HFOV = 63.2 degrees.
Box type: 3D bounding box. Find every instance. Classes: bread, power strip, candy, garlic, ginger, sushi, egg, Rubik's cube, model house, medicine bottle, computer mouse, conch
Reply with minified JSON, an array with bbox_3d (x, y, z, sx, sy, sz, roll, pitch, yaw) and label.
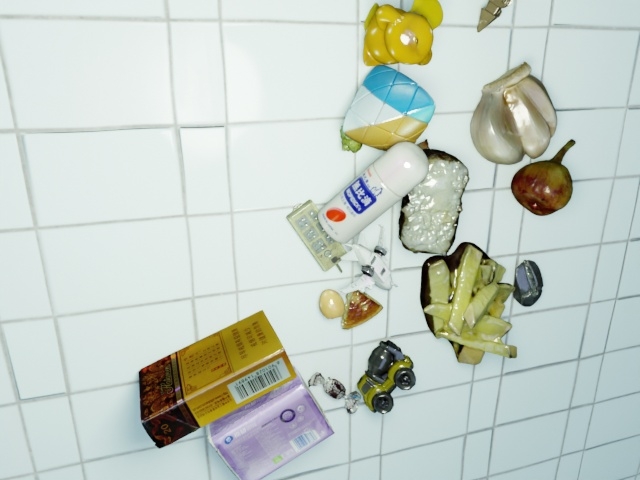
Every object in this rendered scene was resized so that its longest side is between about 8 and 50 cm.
[{"bbox_3d":[0.140,0.214,1.685,0.136,0.054,0.154,2,114,-18],"label":"bread"},{"bbox_3d":[0.000,0.000,1.570,0.092,0.034,0.268,-36,116,-4],"label":"power strip"},{"bbox_3d":[0.051,0.515,1.763,0.094,0.051,0.226,-45,114,8],"label":"candy"},{"bbox_3d":[0.597,-0.361,1.599,0.279,0.132,0.325,-28,110,1],"label":"garlic"},{"bbox_3d":[0.533,0.213,1.737,0.358,0.211,0.413,-31,115,-9],"label":"ginger"},{"bbox_3d":[0.316,-0.126,1.560,0.196,0.182,0.343,1,108,-14],"label":"sushi"},{"bbox_3d":[0.035,0.198,1.629,0.080,0.080,0.096,-12,103,-15],"label":"egg"},{"bbox_3d":[0.152,-0.365,1.425,0.254,0.254,0.254,-6,111,-17],"label":"Rubik's cube"},{"bbox_3d":[0.492,-0.704,1.445,0.176,0.181,0.248,39,127,12],"label":"model house"},{"bbox_3d":[0.153,-0.138,1.453,0.130,0.130,0.341,37,118,-26],"label":"medicine bottle"},{"bbox_3d":[0.750,0.163,1.871,0.106,0.062,0.192,-20,115,-12],"label":"computer mouse"},{"bbox_3d":[0.092,-0.300,1.472,0.121,0.074,0.089,-53,141,-18],"label":"conch"}]

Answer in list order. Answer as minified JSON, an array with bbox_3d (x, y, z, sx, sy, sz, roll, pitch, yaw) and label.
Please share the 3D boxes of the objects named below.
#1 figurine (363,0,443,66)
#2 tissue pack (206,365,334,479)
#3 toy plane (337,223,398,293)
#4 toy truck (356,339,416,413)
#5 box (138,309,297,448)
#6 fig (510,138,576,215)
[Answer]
[{"bbox_3d":[0.206,-0.528,1.345,0.215,0.228,0.215,1,89,-33],"label":"figurine"},{"bbox_3d":[-0.163,0.588,1.656,0.338,0.160,0.242,-29,114,-6],"label":"tissue pack"},{"bbox_3d":[0.164,0.085,1.610,0.255,0.101,0.251,47,69,-35],"label":"toy plane"},{"bbox_3d":[0.210,0.459,1.761,0.165,0.147,0.224,40,96,-2],"label":"toy truck"},{"bbox_3d":[-0.303,0.379,1.478,0.415,0.264,0.115,-26,115,-11],"label":"box"},{"bbox_3d":[0.761,-0.196,1.696,0.290,0.191,0.190,-29,117,-26],"label":"fig"}]
